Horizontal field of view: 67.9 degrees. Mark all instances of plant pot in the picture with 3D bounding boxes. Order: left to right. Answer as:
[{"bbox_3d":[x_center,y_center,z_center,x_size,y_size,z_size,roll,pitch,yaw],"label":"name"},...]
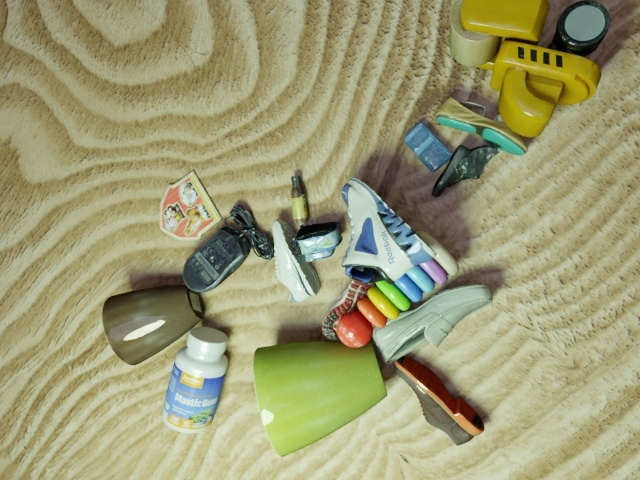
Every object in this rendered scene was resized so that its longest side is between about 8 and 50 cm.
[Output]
[{"bbox_3d":[-0.467,0.220,1.387,0.230,0.215,0.215,-22,87,3],"label":"plant pot"},{"bbox_3d":[0.012,0.371,1.217,0.294,0.275,0.274,-16,89,3],"label":"plant pot"}]

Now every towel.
[{"bbox_3d":[0.268,-0.233,1.190,0.067,0.029,0.119,-42,81,17],"label":"towel"}]

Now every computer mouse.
[{"bbox_3d":[-0.272,0.047,1.370,0.272,0.072,0.188,-39,80,4],"label":"computer mouse"}]

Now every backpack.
[{"bbox_3d":[0.000,0.000,1.258,0.114,0.105,0.084,-13,112,18],"label":"backpack"}]

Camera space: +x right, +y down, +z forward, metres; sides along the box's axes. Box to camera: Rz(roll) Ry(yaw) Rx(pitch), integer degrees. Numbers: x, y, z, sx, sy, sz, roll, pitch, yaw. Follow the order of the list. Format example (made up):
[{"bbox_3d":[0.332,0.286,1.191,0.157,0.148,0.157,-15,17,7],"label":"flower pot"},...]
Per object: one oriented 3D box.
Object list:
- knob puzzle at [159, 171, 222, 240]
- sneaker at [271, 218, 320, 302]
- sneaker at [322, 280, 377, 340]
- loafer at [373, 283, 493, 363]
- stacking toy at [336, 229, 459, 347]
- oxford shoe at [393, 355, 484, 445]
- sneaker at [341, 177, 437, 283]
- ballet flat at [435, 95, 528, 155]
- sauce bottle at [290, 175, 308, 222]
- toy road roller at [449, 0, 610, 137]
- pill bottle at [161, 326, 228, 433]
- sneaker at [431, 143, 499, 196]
[{"bbox_3d":[-0.412,-0.084,1.421,0.213,0.030,0.213,1,95,18],"label":"knob puzzle"},{"bbox_3d":[-0.090,0.056,1.302,0.095,0.090,0.235,-25,85,27],"label":"sneaker"},{"bbox_3d":[0.081,0.155,1.250,0.225,0.093,0.088,-45,99,-2],"label":"sneaker"},{"bbox_3d":[0.277,0.207,1.167,0.319,0.112,0.111,-31,53,25],"label":"loafer"},{"bbox_3d":[0.172,0.134,1.153,0.330,0.141,0.141,-45,80,1],"label":"stacking toy"},{"bbox_3d":[0.277,0.408,1.202,0.271,0.097,0.098,43,113,12],"label":"oxford shoe"},{"bbox_3d":[0.108,-0.007,1.123,0.182,0.127,0.315,-45,45,7],"label":"sneaker"},{"bbox_3d":[0.390,-0.279,1.125,0.232,0.080,0.073,27,87,13],"label":"ballet flat"},{"bbox_3d":[-0.060,-0.112,1.298,0.042,0.042,0.128,-6,94,18],"label":"sauce bottle"},{"bbox_3d":[0.420,-0.370,1.022,0.330,0.202,0.240,20,91,15],"label":"toy road roller"},{"bbox_3d":[-0.354,0.396,1.373,0.152,0.152,0.272,19,100,16],"label":"pill bottle"},{"bbox_3d":[0.348,-0.164,1.154,0.089,0.051,0.170,27,114,0],"label":"sneaker"}]
